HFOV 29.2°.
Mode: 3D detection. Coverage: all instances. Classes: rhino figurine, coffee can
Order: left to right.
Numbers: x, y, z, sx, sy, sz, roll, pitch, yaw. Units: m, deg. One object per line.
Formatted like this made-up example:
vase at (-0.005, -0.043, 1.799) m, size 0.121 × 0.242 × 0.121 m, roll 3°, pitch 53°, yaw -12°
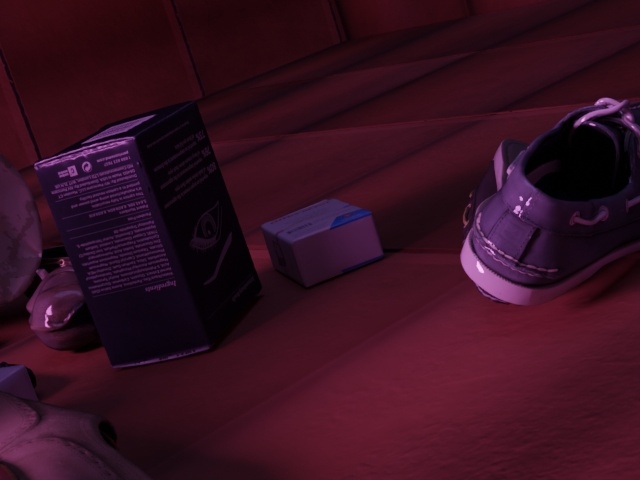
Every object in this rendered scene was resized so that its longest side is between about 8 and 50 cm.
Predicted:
coffee can at (-0.489, 0.013, 1.426) m, size 0.275 × 0.201 × 0.201 m, roll -19°, pitch 11°, yaw 32°
rhino figurine at (-0.258, 0.060, 1.300) m, size 0.106 × 0.073 × 0.243 m, roll -18°, pitch 12°, yaw -12°

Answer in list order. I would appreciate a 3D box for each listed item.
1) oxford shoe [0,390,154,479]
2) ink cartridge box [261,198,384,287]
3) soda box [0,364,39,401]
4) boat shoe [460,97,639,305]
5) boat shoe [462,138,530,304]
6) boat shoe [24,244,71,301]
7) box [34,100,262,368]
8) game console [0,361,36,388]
oxford shoe at (-0.200, 0.158, 0.801) m, size 0.130 × 0.123 × 0.348 m, roll -8°, pitch 13°, yaw -28°
ink cartridge box at (0.000, 0.000, 1.250) m, size 0.088 × 0.052 × 0.122 m, roll -21°, pitch 15°, yaw -13°
soda box at (-0.334, 0.158, 1.017) m, size 0.216 × 0.069 × 0.074 m, roll -10°, pitch 15°, yaw 28°
boat shoe at (0.231, -0.056, 0.980) m, size 0.116 × 0.099 × 0.319 m, roll 37°, pitch 44°, yaw 23°
boat shoe at (0.160, -0.006, 1.044) m, size 0.068 × 0.081 × 0.228 m, roll -61°, pitch 2°, yaw 32°
boat shoe at (-0.261, 0.019, 1.465) m, size 0.207 × 0.073 × 0.073 m, roll -17°, pitch 10°, yaw -4°
box at (-0.154, -0.008, 1.148) m, size 0.108 × 0.207 × 0.153 m, roll -13°, pitch 13°, yaw 20°
game console at (-0.416, 0.151, 1.207) m, size 0.213 × 0.044 × 0.361 m, roll -29°, pitch 16°, yaw -39°
